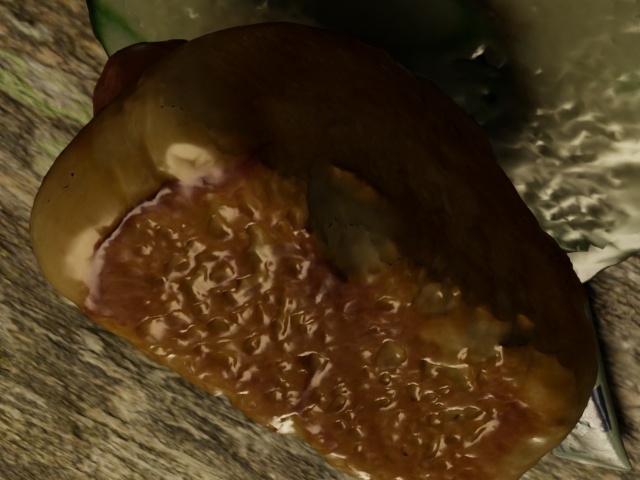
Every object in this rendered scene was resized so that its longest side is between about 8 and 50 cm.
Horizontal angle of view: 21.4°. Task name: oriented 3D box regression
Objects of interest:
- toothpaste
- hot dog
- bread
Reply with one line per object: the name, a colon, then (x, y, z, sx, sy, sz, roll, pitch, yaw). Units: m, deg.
toothpaste: (0.165, 0.088, 1.108, 0.060, 0.038, 0.233, 14, 149, 26)
hot dog: (0.000, 0.000, 0.744, 0.256, 0.153, 0.150, 34, 118, -26)
bread: (0.023, -0.132, 0.809, 0.366, 0.129, 0.382, -13, 129, 48)
